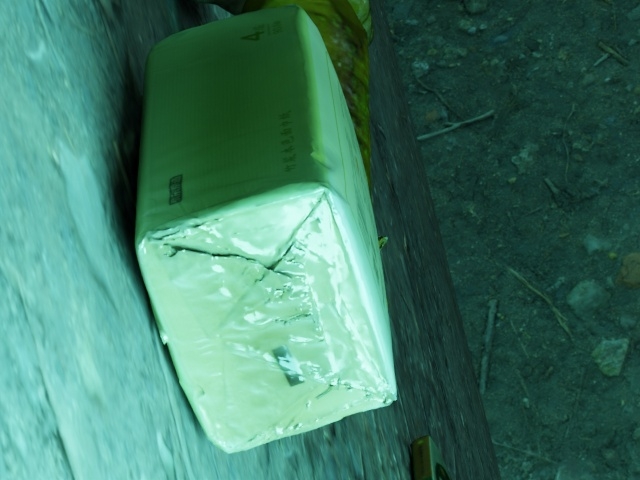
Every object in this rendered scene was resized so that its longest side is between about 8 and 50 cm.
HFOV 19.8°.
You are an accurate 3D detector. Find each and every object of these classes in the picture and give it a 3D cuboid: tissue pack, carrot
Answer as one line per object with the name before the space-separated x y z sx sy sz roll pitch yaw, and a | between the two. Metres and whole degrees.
tissue pack | -0.034 -0.013 1.086 0.234 0.125 0.159 -97 170 -57
carrot | -0.015 -0.054 1.310 0.114 0.114 0.301 63 21 -57

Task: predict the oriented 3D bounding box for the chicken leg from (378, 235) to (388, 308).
chicken leg | -0.007 0.005 1.446 0.085 0.101 0.207 19 -29 43

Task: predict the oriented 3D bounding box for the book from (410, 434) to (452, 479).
book | 0.157 0.412 2.010 0.371 0.043 0.260 -89 162 -66

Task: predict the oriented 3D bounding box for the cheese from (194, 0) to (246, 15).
cheese | 0.012 -0.280 1.365 0.326 0.318 0.115 -33 -102 55

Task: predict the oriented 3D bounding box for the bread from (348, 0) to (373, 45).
bread | -0.027 -0.269 1.735 0.230 0.123 0.230 164 -90 -88
